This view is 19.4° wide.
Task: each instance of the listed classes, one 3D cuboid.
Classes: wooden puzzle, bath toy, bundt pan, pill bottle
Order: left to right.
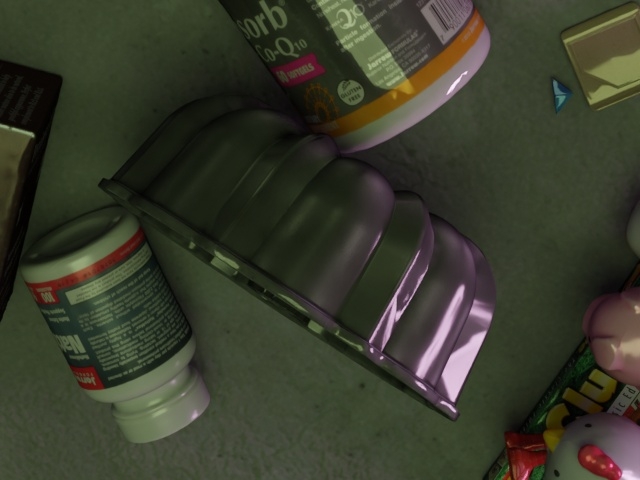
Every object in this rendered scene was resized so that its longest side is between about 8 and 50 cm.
[{"bbox_3d":[-0.165,0.073,1.555,0.108,0.108,0.180,-23,108,8],"label":"pill bottle"},{"bbox_3d":[-0.005,-0.218,1.423,0.162,0.162,0.278,-33,106,11],"label":"pill bottle"},{"bbox_3d":[0.000,0.000,1.435,0.331,0.331,0.124,35,85,-12],"label":"bundt pan"},{"bbox_3d":[0.240,-0.150,1.527,0.116,0.014,0.078,-16,105,6],"label":"wooden puzzle"},{"bbox_3d":[0.279,0.070,1.491,0.151,0.129,0.348,26,83,28],"label":"bath toy"}]

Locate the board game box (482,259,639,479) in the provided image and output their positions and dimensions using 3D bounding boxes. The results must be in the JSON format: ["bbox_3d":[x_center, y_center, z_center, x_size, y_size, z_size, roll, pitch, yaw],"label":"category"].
[{"bbox_3d":[0.268,0.144,1.625,0.136,0.030,0.259,30,107,-8],"label":"board game box"}]

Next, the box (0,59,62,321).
[{"bbox_3d":[-0.315,-0.037,1.483,0.167,0.168,0.203,15,110,-5],"label":"box"}]

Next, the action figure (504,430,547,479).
[{"bbox_3d":[0.305,0.214,1.588,0.280,0.091,0.139,-8,101,4],"label":"action figure"}]
